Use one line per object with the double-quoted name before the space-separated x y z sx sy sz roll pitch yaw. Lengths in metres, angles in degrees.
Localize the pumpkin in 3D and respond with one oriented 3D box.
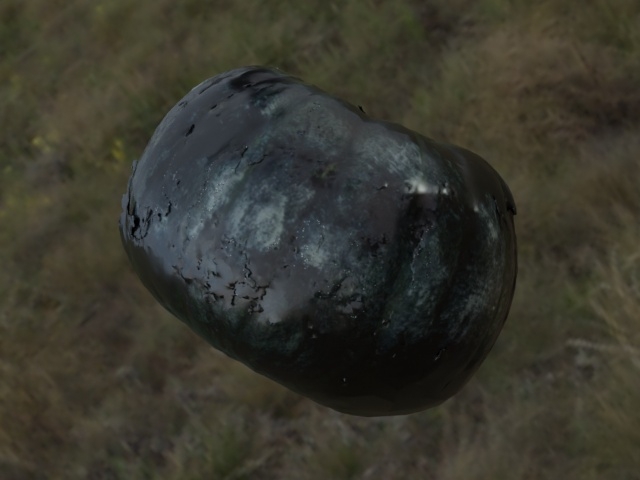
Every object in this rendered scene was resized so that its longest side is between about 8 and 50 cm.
"pumpkin" 0.000 0.000 0.783 0.163 0.233 0.233 -65 27 2
